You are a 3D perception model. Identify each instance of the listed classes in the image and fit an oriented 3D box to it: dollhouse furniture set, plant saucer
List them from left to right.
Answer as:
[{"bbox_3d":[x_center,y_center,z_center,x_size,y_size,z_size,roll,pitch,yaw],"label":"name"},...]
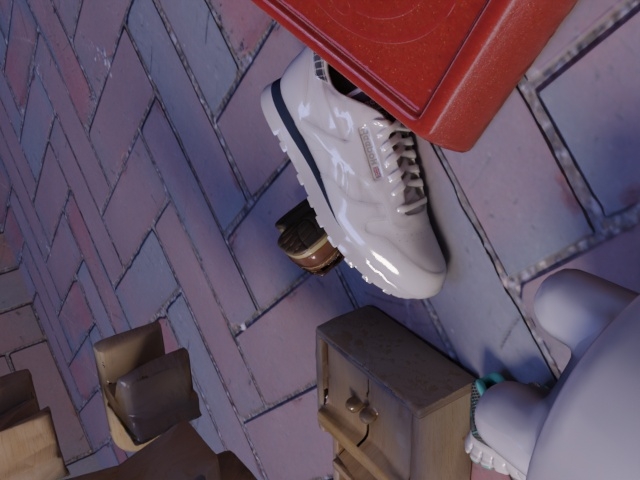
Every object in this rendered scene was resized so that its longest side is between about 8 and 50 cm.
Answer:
[{"bbox_3d":[-0.066,0.259,0.709,0.362,0.394,0.256,33,134,47],"label":"dollhouse furniture set"},{"bbox_3d":[0.040,-0.202,0.526,0.259,0.048,0.258,41,145,9],"label":"plant saucer"}]

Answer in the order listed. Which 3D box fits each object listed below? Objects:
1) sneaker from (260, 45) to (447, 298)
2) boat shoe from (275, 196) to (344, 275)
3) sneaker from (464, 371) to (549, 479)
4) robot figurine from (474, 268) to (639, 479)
[{"bbox_3d":[0.042,-0.060,0.665,0.095,0.090,0.235,-36,83,32],"label":"sneaker"},{"bbox_3d":[0.000,0.000,0.748,0.060,0.064,0.178,53,180,-11],"label":"boat shoe"},{"bbox_3d":[0.168,0.146,0.603,0.166,0.065,0.076,9,111,54],"label":"sneaker"},{"bbox_3d":[0.234,0.135,0.345,0.353,0.200,0.300,36,107,47],"label":"robot figurine"}]
